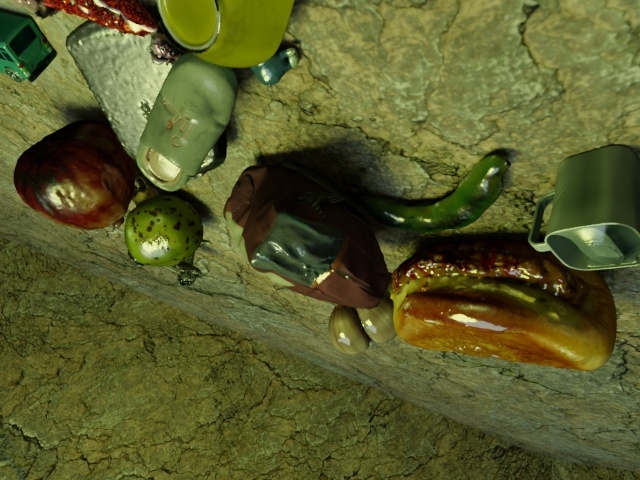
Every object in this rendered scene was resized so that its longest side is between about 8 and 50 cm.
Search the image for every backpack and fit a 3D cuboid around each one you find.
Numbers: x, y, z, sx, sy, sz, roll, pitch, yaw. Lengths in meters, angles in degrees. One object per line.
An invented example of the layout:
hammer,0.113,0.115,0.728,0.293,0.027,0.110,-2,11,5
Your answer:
backpack,0.000,0.000,0.743,0.317,0.197,0.283,26,-165,-30

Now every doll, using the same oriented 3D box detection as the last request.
doll,-0.073,-0.244,0.524,0.076,0.051,0.083,-6,141,38

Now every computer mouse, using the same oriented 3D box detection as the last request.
computer mouse,-0.259,-0.224,0.659,0.168,0.087,0.295,-5,135,14

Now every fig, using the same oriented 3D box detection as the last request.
fig,-0.509,-0.129,0.866,0.223,0.224,0.263,26,143,-10

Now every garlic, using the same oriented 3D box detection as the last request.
garlic,0.131,0.186,1.015,0.160,0.214,0.191,-18,124,40

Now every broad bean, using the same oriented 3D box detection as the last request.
broad bean,0.176,-0.065,0.672,0.291,0.049,0.144,-2,141,43

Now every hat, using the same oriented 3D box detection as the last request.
hat,-0.259,-0.287,0.463,0.227,0.129,0.140,34,163,-6

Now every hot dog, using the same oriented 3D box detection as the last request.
hot dog,0.293,0.105,0.752,0.405,0.185,0.223,-4,146,42

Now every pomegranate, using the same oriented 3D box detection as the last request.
pomegranate,-0.420,-0.040,1.039,0.245,0.198,0.198,33,155,7

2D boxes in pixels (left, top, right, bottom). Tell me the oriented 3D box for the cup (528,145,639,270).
cup,0.335,-0.033,0.515,0.095,0.130,0.128,36,151,-26

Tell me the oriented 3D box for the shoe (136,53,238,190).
shoe,-0.207,-0.151,0.594,0.103,0.100,0.251,28,132,-19

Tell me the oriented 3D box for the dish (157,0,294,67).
dish,-0.123,-0.258,0.443,0.207,0.080,0.149,6,126,37

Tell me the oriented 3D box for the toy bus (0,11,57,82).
toy bus,-0.550,-0.336,0.680,0.160,0.079,0.092,17,155,9

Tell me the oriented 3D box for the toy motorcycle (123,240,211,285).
toy motorcycle,-0.471,0.033,1.252,0.263,0.157,0.091,25,157,-3
